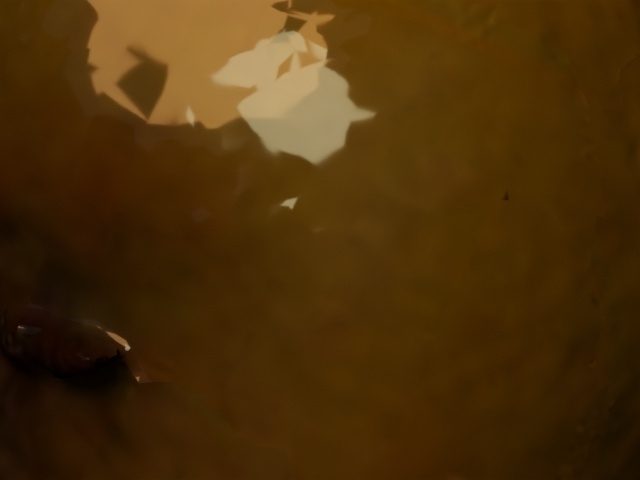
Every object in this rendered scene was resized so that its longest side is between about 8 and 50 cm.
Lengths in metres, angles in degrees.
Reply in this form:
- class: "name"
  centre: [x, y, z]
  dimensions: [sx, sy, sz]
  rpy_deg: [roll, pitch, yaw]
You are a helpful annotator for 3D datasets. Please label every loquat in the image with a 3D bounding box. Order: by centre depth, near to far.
- class: "loquat"
  centre: [0.000, 0.000, 0.627]
  dimensions: [0.328, 0.328, 0.359]
  rpy_deg: [11, 13, 41]
